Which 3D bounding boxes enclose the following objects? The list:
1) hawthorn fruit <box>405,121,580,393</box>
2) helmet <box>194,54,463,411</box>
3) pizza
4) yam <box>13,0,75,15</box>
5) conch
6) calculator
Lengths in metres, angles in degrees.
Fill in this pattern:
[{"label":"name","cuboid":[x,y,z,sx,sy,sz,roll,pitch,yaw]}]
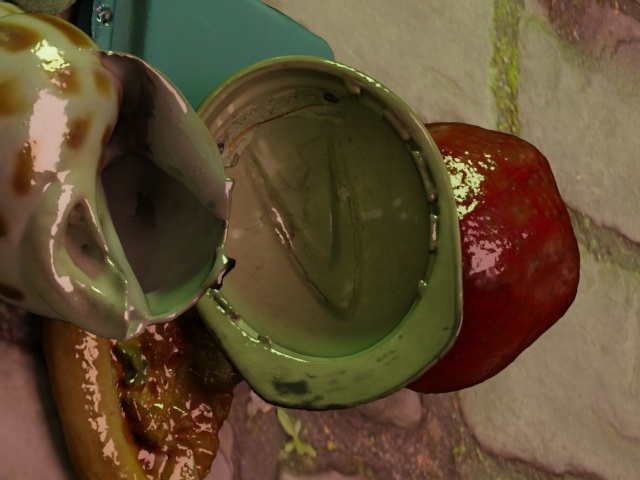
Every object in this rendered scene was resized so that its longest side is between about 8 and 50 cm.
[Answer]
[{"label":"hawthorn fruit","cuboid":[0.091,0.017,1.438,0.249,0.215,0.215,-31,104,-38]},{"label":"helmet","cuboid":[0.001,0.005,1.295,0.137,0.204,0.257,65,9,-77]},{"label":"pizza","cuboid":[-0.113,0.091,1.263,0.197,0.058,0.292,-6,84,-53]},{"label":"yam","cuboid":[-0.167,-0.240,1.278,0.078,0.078,0.179,55,43,-26]},{"label":"conch","cuboid":[-0.178,-0.056,1.146,0.182,0.149,0.275,-12,80,-36]},{"label":"calculator","cuboid":[-0.076,-0.121,1.377,0.293,0.051,0.173,25,60,-46]}]
